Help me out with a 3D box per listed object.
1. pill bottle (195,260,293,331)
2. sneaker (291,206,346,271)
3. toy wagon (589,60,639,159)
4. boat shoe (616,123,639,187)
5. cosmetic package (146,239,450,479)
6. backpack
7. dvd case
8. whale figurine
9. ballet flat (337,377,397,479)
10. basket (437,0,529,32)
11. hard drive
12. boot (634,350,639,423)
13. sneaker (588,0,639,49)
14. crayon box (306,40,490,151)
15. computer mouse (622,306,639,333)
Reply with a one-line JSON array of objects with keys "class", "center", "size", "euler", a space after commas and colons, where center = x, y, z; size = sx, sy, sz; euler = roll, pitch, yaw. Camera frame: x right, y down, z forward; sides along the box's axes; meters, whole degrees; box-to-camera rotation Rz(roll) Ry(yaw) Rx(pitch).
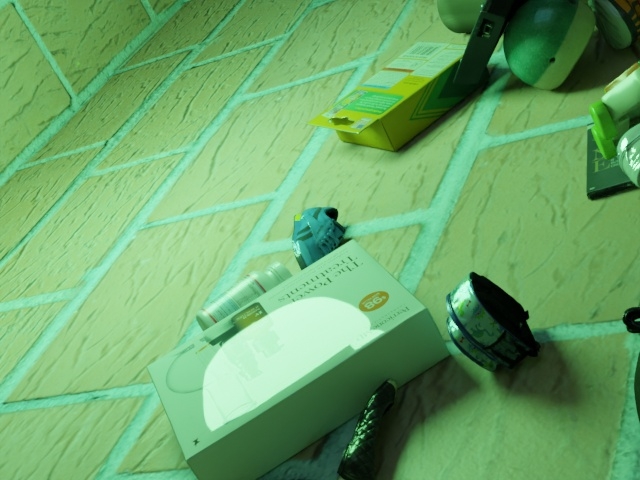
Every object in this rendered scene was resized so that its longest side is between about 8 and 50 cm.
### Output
[{"class": "pill bottle", "center": [-0.114, 0.105, 1.752], "size": [0.160, 0.087, 0.087], "euler": [-36, 27, -17]}, {"class": "sneaker", "center": [0.000, 0.000, 1.854], "size": [0.082, 0.069, 0.209], "euler": [-19, 27, 11]}, {"class": "toy wagon", "center": [0.502, -0.220, 1.504], "size": [0.267, 0.068, 0.344], "euler": [-26, -15, 10]}, {"class": "boat shoe", "center": [0.494, -0.140, 1.334], "size": [0.258, 0.095, 0.084], "euler": [-34, 29, 17]}, {"class": "cosmetic package", "center": [-0.043, 0.173, 1.555], "size": [0.377, 0.097, 0.284], "euler": [-32, 29, -7]}, {"class": "backpack", "center": [0.210, 0.106, 1.400], "size": [0.084, 0.114, 0.105], "euler": [-42, 23, 19]}, {"class": "dvd case", "center": [0.495, -0.149, 1.692], "size": [0.164, 0.018, 0.221], "euler": [-16, 28, 24]}, {"class": "whale figurine", "center": [0.416, -0.398, 2.024], "size": [0.272, 0.141, 0.216], "euler": [-72, 7, -53]}, {"class": "ballet flat", "center": [0.068, 0.244, 1.384], "size": [0.049, 0.057, 0.173], "euler": [23, 44, 7]}, {"class": "basket", "center": [0.373, -0.522, 2.349], "size": [0.204, 0.154, 0.227], "euler": [-45, 27, -27]}, {"class": "hard drive", "center": [0.316, -0.403, 2.011], "size": [0.255, 0.054, 0.172], "euler": [102, -166, -69]}, {"class": "boot", "center": [0.415, 0.191, 1.102], "size": [0.115, 0.112, 0.305], "euler": [0, 19, -11]}, {"class": "sneaker", "center": [0.595, -0.474, 2.062], "size": [0.180, 0.124, 0.321], "euler": [-24, 26, 12]}, {"class": "crayon box", "center": [0.156, -0.281, 2.193], "size": [0.323, 0.083, 0.203], "euler": [-37, 27, -19]}, {"class": "computer mouse", "center": [0.444, 0.041, 1.369], "size": [0.106, 0.042, 0.193], "euler": [-13, 30, 31]}]
